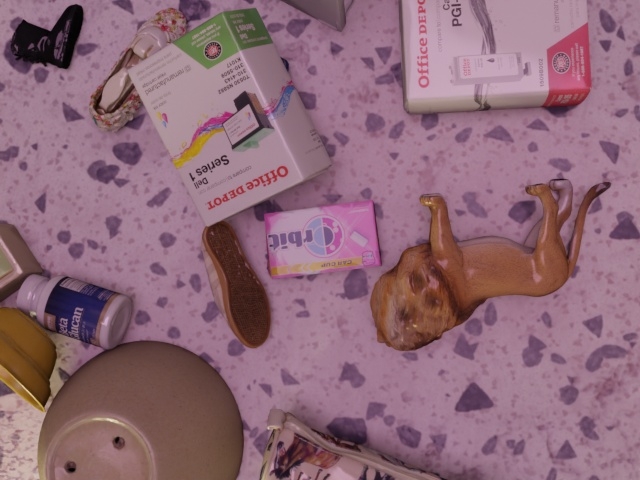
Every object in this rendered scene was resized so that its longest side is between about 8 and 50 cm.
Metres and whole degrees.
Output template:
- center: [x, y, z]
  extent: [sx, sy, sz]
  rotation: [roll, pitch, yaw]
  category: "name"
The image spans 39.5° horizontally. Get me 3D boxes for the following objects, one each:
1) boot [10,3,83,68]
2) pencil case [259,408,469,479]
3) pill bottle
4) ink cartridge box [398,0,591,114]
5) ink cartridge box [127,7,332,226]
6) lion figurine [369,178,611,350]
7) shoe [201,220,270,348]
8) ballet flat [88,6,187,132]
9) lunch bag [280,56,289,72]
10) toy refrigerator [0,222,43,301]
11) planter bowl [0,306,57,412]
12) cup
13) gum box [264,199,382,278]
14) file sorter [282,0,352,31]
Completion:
- center: [-0.465, -0.353, 1.514]
  extent: [0.099, 0.045, 0.121]
  rotation: [16, 90, 9]
  category: "boot"
- center: [0.091, 0.400, 1.378]
  extent: [0.410, 0.160, 0.183]
  rotation: [20, 107, 6]
  category: "pencil case"
- center: [-0.406, 0.112, 1.466]
  extent: [0.169, 0.094, 0.094]
  rotation: [16, 90, 10]
  category: "pill bottle"
- center: [0.268, -0.313, 1.405]
  extent: [0.283, 0.117, 0.207]
  rotation: [-3, 88, 5]
  category: "ink cartridge box"
- center: [-0.139, -0.189, 1.391]
  extent: [0.201, 0.117, 0.278]
  rotation: [-24, 96, 27]
  category: "ink cartridge box"
- center: [0.267, 0.038, 1.388]
  extent: [0.392, 0.142, 0.240]
  rotation: [-7, 95, 1]
  category: "lion figurine"
- center: [-0.142, 0.072, 1.469]
  extent: [0.076, 0.058, 0.219]
  rotation: [-19, 91, -26]
  category: "shoe"
- center: [-0.302, -0.285, 1.479]
  extent: [0.091, 0.077, 0.241]
  rotation: [32, 91, 7]
  category: "ballet flat"
- center: [-0.094, -0.268, 1.465]
  extent: [0.067, 0.065, 0.098]
  rotation: [17, 94, 17]
  category: "lunch bag"
- center: [-0.614, 0.087, 1.488]
  extent: [0.269, 0.094, 0.102]
  rotation: [-34, 86, 4]
  category: "toy refrigerator"
- center: [-0.494, 0.173, 1.442]
  extent: [0.217, 0.217, 0.090]
  rotation: [39, 66, 5]
  category: "planter bowl"
- center: [-0.303, 0.331, 1.381]
  extent: [0.331, 0.237, 0.331]
  rotation: [0, 89, 6]
  category: "cup"
- center: [0.000, 0.000, 1.449]
  extent: [0.188, 0.062, 0.107]
  rotation: [-7, 87, 5]
  category: "gum box"
- center: [-0.016, -0.476, 1.362]
  extent: [0.193, 0.278, 0.173]
  rotation: [30, 87, 6]
  category: "file sorter"
